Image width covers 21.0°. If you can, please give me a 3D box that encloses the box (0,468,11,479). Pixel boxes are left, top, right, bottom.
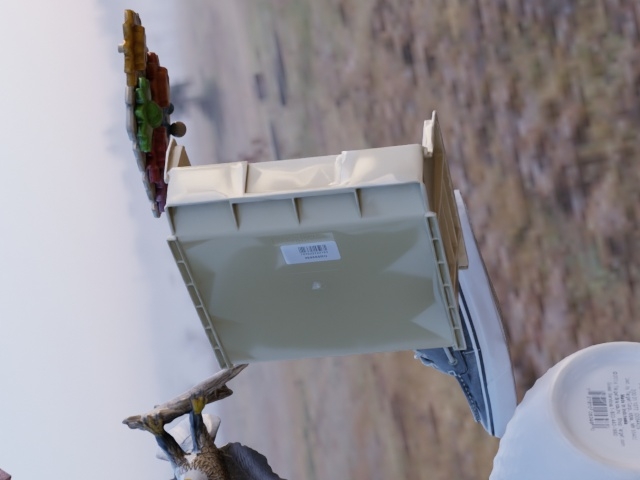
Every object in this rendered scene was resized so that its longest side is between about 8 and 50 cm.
[{"bbox_3d":[-0.515,0.362,2.136,0.257,0.128,0.123,-41,-24,-52],"label":"box"}]

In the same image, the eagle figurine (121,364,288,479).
[{"bbox_3d":[-0.145,0.347,2.340,0.226,0.225,0.298,-31,85,43],"label":"eagle figurine"}]

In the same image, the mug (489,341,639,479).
[{"bbox_3d":[0.299,0.307,1.784,0.328,0.276,0.374,87,-163,-47],"label":"mug"}]

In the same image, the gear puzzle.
[{"bbox_3d":[-0.195,-0.170,2.016,0.339,0.044,0.176,84,-176,-65],"label":"gear puzzle"}]

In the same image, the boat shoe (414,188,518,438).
[{"bbox_3d":[0.151,0.093,2.028,0.121,0.119,0.335,-90,-17,-64],"label":"boat shoe"}]

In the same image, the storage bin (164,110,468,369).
[{"bbox_3d":[0.000,0.000,1.706,0.260,0.262,0.123,73,-164,-49],"label":"storage bin"}]
